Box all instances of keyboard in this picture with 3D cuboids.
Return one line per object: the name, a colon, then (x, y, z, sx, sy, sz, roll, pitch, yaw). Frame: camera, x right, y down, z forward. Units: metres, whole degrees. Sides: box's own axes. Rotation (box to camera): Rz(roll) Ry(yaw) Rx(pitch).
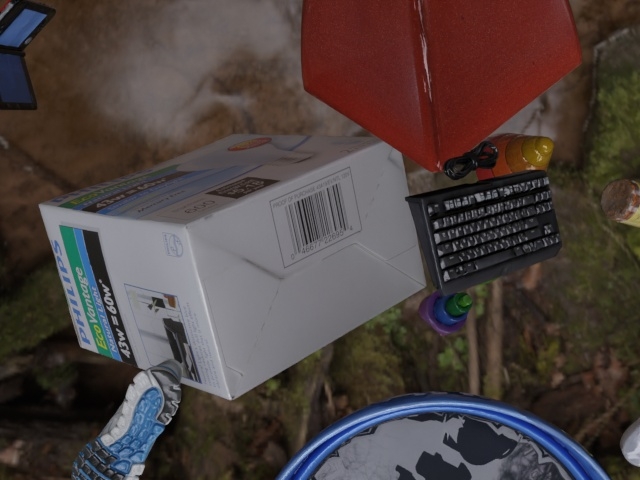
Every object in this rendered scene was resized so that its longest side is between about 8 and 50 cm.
keyboard: (0.134, -0.025, 0.766, 0.023, 0.108, 0.180, -20, 176, 43)

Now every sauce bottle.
sauce bottle: (0.319, -0.027, 0.905, 0.128, 0.042, 0.042, 11, 132, -32)

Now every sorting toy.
sorting toy: (0.261, -0.028, 1.433, 0.127, 0.365, 0.126, 32, 158, -7)

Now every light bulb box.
light bulb box: (-0.119, 0.009, 1.302, 0.358, 0.361, 0.225, -26, 112, -38)

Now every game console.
game console: (-0.388, -0.245, 1.277, 0.085, 0.144, 0.124, 45, 98, -3)

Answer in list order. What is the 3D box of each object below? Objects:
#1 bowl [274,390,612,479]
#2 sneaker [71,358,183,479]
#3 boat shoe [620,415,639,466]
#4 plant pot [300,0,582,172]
bowl: (0.123, 0.336, 0.972, 0.391, 0.077, 0.391, 1, 98, 4)
sneaker: (-0.208, 0.212, 1.091, 0.071, 0.083, 0.190, 37, 104, -3)
boat shoe: (0.540, 0.232, 1.385, 0.258, 0.084, 0.095, -30, 108, 6)
plant pot: (0.131, -0.293, 1.176, 0.267, 0.267, 0.236, -38, 140, -18)
